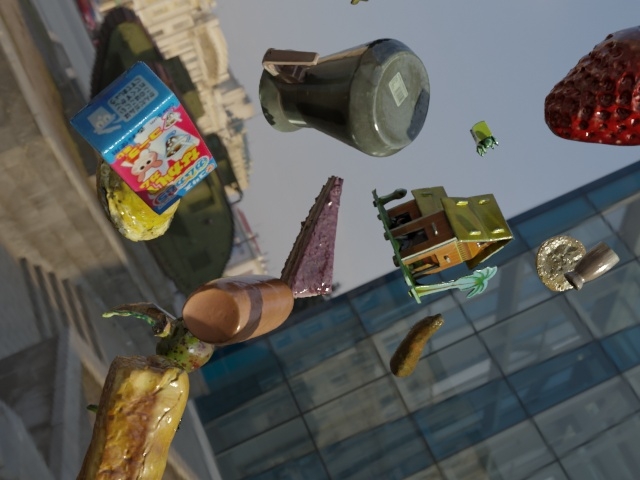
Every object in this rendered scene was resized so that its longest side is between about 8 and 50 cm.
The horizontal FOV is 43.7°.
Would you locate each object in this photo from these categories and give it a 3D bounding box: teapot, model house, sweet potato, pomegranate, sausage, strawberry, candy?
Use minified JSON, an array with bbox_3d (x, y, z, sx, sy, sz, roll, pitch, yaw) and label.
[{"bbox_3d":[0.035,-0.332,1.775,0.344,0.253,0.300,12,-14,40],"label":"teapot"},{"bbox_3d":[0.361,-0.011,2.255,0.340,0.324,0.300,53,17,-59],"label":"model house"},{"bbox_3d":[0.251,0.281,2.148,0.075,0.075,0.273,61,-37,35],"label":"sweet potato"},{"bbox_3d":[-0.284,0.214,1.655,0.130,0.130,0.130,156,-90,-83],"label":"pomegranate"},{"bbox_3d":[-0.141,0.122,1.469,0.121,0.121,0.304,66,16,6],"label":"sausage"},{"bbox_3d":[0.721,-0.371,1.967,0.295,0.345,0.317,56,27,-56],"label":"strawberry"},{"bbox_3d":[-0.303,-0.170,1.420,0.100,0.157,0.306,45,-8,16],"label":"candy"}]

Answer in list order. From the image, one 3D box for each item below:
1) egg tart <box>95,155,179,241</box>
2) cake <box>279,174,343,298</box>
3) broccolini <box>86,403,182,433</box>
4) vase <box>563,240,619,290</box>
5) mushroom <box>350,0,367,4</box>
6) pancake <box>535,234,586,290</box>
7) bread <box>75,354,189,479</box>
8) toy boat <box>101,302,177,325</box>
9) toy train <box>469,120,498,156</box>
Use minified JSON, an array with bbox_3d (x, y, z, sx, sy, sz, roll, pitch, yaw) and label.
[{"bbox_3d":[-0.442,-0.138,2.035,0.295,0.116,0.294,15,72,-59],"label":"egg tart"},{"bbox_3d":[0.000,0.000,1.745,0.116,0.113,0.295,171,-64,-72],"label":"cake"},{"bbox_3d":[-0.394,0.363,1.708,0.058,0.201,0.073,-72,178,-62],"label":"broccolini"},{"bbox_3d":[0.531,0.052,1.571,0.053,0.101,0.053,51,0,0],"label":"vase"},{"bbox_3d":[0.127,-0.687,1.815,0.218,0.212,0.292,13,-31,24],"label":"mushroom"},{"bbox_3d":[0.635,0.060,2.107,0.025,0.152,0.151,-171,-122,-81],"label":"pancake"},{"bbox_3d":[-0.363,0.388,1.525,0.195,0.149,0.343,3,-104,69],"label":"bread"},{"bbox_3d":[-0.452,0.233,2.203,0.293,0.099,0.108,28,-6,-1],"label":"toy boat"},{"bbox_3d":[0.417,-0.261,2.053,0.081,0.050,0.122,61,4,2],"label":"toy train"}]
